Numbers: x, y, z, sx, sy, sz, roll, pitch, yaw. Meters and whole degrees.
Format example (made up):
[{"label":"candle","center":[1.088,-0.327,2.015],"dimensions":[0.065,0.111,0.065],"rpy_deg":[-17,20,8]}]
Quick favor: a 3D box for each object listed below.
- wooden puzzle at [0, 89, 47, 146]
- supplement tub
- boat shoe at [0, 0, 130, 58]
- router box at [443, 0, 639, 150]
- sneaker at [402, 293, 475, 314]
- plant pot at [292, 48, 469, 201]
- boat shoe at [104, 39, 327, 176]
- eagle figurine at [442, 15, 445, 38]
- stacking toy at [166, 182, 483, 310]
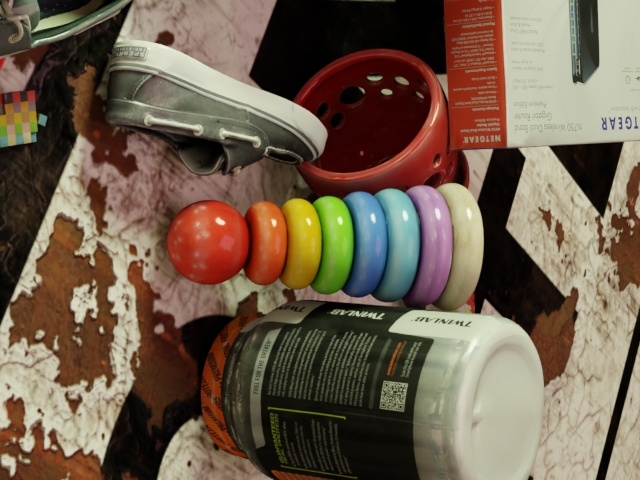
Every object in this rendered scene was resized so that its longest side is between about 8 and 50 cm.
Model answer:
[{"label":"wooden puzzle","center":[-0.284,-0.114,1.464],"dimensions":[0.083,0.006,0.049],"rpy_deg":[-16,106,-54]},{"label":"supplement tub","center":[0.051,0.171,1.687],"dimensions":[0.207,0.338,0.207],"rpy_deg":[-8,100,-55]},{"label":"boat shoe","center":[-0.283,-0.216,1.373],"dimensions":[0.319,0.099,0.116],"rpy_deg":[-24,115,-51]},{"label":"router box","center":[0.276,-0.260,1.841],"dimensions":[0.335,0.082,0.301],"rpy_deg":[-7,95,-48]},{"label":"sneaker","center":[0.175,0.105,2.075],"dimensions":[0.118,0.107,0.279],"rpy_deg":[-44,131,-56]},{"label":"plant pot","center":[0.072,-0.100,1.833],"dimensions":[0.191,0.191,0.174],"rpy_deg":[-67,151,-25]},{"label":"boat shoe","center":[-0.107,-0.113,1.636],"dimensions":[0.301,0.108,0.102],"rpy_deg":[22,75,-52]},{"label":"eagle figurine","center":[0.174,-0.405,1.948],"dimensions":[0.225,0.226,0.298],"rpy_deg":[-14,111,-33]},{"label":"stacking toy","center":[0.000,0.000,1.678],"dimensions":[0.330,0.141,0.141],"rpy_deg":[3,91,-17]}]
